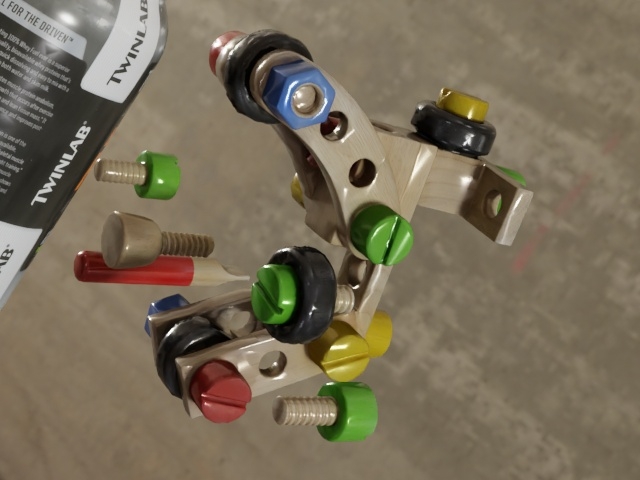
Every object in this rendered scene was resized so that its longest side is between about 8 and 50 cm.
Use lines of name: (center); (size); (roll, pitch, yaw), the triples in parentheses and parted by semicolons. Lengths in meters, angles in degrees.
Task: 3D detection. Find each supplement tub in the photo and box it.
supplement tub: (-0.140, -0.064, 0.614); (0.117, 0.190, 0.117); (33, 10, -6)

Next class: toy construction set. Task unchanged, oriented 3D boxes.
toy construction set: (0.000, 0.000, 1.042); (0.237, 0.258, 0.309); (4, -5, -33)
